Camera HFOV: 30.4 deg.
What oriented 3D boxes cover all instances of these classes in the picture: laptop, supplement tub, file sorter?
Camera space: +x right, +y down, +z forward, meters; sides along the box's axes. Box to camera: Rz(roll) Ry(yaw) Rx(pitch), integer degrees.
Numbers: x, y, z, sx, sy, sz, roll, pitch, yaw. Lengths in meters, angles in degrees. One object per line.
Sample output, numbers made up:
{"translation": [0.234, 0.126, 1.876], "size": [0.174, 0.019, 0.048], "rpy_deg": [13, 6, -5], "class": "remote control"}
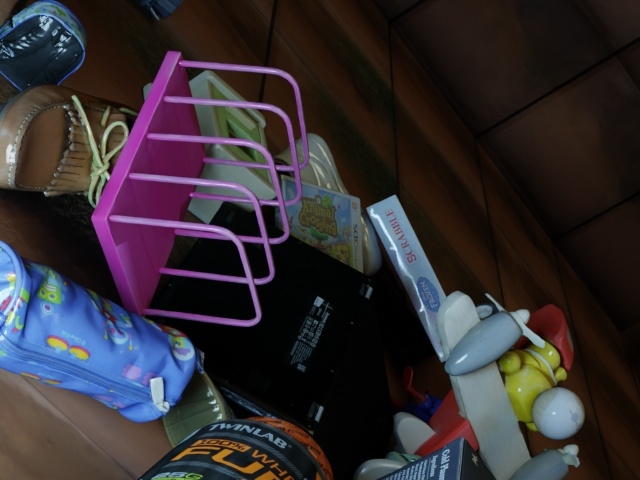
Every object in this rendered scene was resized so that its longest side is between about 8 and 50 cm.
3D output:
{"translation": [-0.058, 0.207, 1.679], "size": [0.408, 0.236, 0.382], "rpy_deg": [29, 32, -1], "class": "laptop"}
{"translation": [-0.108, 0.312, 1.213], "size": [0.207, 0.207, 0.338], "rpy_deg": [59, 20, -1], "class": "supplement tub"}
{"translation": [-0.133, -0.061, 1.478], "size": [0.202, 0.182, 0.290], "rpy_deg": [81, 20, -49], "class": "file sorter"}

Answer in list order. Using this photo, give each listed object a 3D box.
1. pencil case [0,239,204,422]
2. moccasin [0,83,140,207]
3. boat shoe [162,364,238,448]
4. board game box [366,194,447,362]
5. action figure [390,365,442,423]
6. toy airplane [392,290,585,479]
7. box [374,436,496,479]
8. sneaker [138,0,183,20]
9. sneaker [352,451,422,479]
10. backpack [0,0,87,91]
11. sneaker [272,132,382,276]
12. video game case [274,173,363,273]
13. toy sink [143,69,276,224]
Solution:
{"translation": [-0.263, 0.108, 1.260], "size": [0.306, 0.119, 0.133], "rpy_deg": [34, 9, -47], "class": "pencil case"}
{"translation": [-0.286, -0.107, 1.465], "size": [0.147, 0.139, 0.380], "rpy_deg": [22, 5, 15], "class": "moccasin"}
{"translation": [-0.128, 0.252, 1.449], "size": [0.223, 0.080, 0.073], "rpy_deg": [66, 15, 3], "class": "boat shoe"}
{"translation": [0.190, 0.075, 2.298], "size": [0.318, 0.066, 0.318], "rpy_deg": [64, 3, 3], "class": "board game box"}
{"translation": [0.213, 0.290, 2.156], "size": [0.280, 0.091, 0.139], "rpy_deg": [44, 37, -36], "class": "action figure"}
{"translation": [0.304, 0.284, 1.972], "size": [0.386, 0.272, 0.384], "rpy_deg": [12, 87, -49], "class": "toy airplane"}
{"translation": [0.125, 0.463, 1.393], "size": [0.343, 0.313, 0.179], "rpy_deg": [53, 21, -15], "class": "box"}
{"translation": [-0.306, -0.436, 1.981], "size": [0.163, 0.086, 0.226], "rpy_deg": [48, 21, -20], "class": "sneaker"}
{"translation": [0.110, 0.359, 1.734], "size": [0.256, 0.094, 0.151], "rpy_deg": [29, 1, -39], "class": "sneaker"}
{"translation": [-0.366, -0.259, 1.545], "size": [0.105, 0.114, 0.084], "rpy_deg": [47, 24, -29], "class": "backpack"}
{"translation": [-0.005, -0.038, 2.135], "size": [0.292, 0.108, 0.169], "rpy_deg": [61, 34, -6], "class": "sneaker"}
{"translation": [0.000, 0.000, 2.026], "size": [0.212, 0.023, 0.193], "rpy_deg": [14, 68, -47], "class": "video game case"}
{"translation": [-0.171, -0.162, 1.844], "size": [0.153, 0.131, 0.234], "rpy_deg": [40, 27, -43], "class": "toy sink"}
